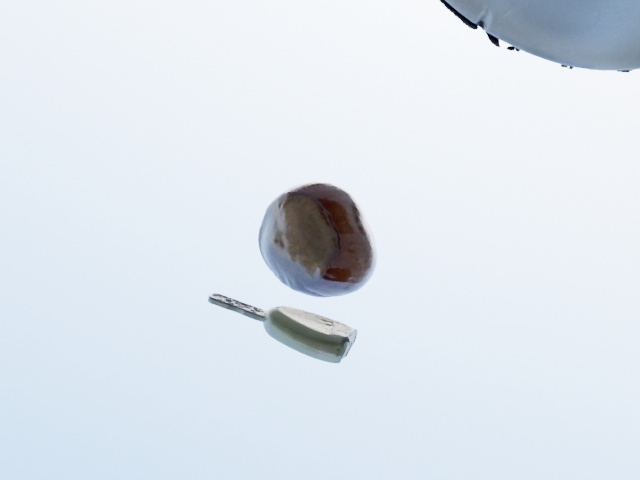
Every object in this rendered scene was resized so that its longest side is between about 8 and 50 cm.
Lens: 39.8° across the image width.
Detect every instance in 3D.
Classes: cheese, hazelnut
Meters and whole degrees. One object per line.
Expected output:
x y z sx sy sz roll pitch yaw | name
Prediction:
-0.051 0.101 1.104 0.192 0.037 0.097 19 -170 13 | cheese
0.000 0.000 0.608 0.086 0.086 0.086 15 -144 -11 | hazelnut

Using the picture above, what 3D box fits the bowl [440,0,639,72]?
0.199 -0.293 0.548 0.345 0.157 0.346 3 -101 -17 | bowl
